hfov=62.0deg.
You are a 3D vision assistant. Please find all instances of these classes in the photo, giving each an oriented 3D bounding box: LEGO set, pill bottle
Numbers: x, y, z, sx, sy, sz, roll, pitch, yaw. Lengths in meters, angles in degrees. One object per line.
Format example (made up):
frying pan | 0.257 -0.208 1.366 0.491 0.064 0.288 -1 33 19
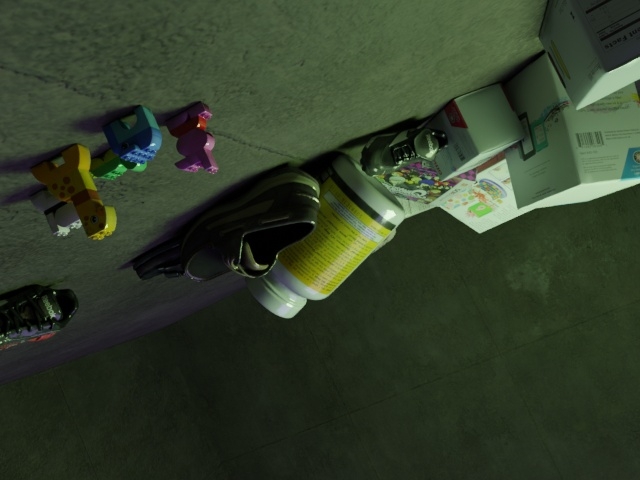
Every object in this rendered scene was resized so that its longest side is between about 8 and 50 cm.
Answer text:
LEGO set | -0.211 -0.056 0.552 0.227 0.093 0.087 -26 175 10
pill bottle | 0.000 0.000 1.112 0.334 0.188 0.188 -47 169 14

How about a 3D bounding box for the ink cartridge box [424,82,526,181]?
ink cartridge box | 0.319 -0.228 1.147 0.127 0.128 0.176 -23 176 -18

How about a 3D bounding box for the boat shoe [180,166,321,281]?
boat shoe | -0.147 -0.001 1.018 0.355 0.130 0.132 -34 138 30

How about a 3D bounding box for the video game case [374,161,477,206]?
video game case | 0.231 -0.151 1.313 0.232 0.041 0.210 12 165 -10

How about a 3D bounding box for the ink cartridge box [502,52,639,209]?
ink cartridge box | 0.515 -0.225 1.101 0.198 0.270 0.197 -7 171 -16

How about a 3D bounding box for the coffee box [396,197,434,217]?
coffee box | 0.253 -0.137 1.614 0.246 0.098 0.141 -20 -162 -16

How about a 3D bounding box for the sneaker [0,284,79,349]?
sneaker | -0.548 0.142 0.950 0.135 0.097 0.276 -27 177 19

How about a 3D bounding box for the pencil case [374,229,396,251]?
pencil case | 0.045 0.006 1.667 0.410 0.183 0.160 -28 136 -37

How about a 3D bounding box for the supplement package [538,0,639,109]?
supplement package | 0.446 -0.317 0.751 0.204 0.145 0.262 -27 174 17

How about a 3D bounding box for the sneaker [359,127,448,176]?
sneaker | 0.176 -0.185 1.062 0.106 0.078 0.234 -1 -162 45

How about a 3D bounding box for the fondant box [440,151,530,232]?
fondant box | 0.495 -0.163 1.438 0.238 0.096 0.330 27 139 -32

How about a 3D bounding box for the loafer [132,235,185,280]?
loafer | -0.262 0.030 1.173 0.302 0.095 0.109 -25 176 -1
